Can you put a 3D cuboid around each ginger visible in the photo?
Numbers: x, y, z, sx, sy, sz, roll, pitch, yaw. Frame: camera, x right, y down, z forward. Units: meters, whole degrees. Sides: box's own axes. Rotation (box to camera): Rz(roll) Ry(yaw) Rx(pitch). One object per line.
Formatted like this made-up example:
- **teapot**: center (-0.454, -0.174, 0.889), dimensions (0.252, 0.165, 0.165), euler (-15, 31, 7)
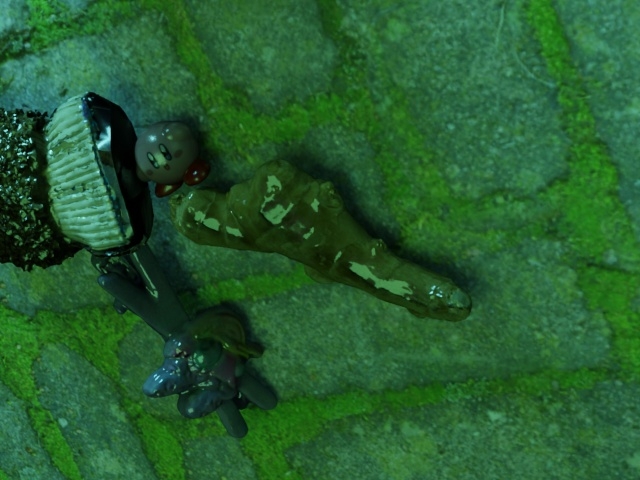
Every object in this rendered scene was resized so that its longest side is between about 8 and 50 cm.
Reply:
- **ginger**: center (0.000, 0.000, 1.160), dimensions (0.333, 0.081, 0.148), euler (26, 128, 7)

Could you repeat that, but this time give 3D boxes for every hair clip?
- **hair clip**: center (-0.163, 0.111, 1.294), dimensions (0.278, 0.137, 0.090), euler (48, 164, -4)

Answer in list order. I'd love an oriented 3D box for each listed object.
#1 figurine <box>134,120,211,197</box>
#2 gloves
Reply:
- **figurine**: center (-0.162, -0.089, 1.200), dimensions (0.083, 0.067, 0.071), euler (-27, 116, 25)
- **gloves**: center (-0.331, -0.065, 1.264), dimensions (0.312, 0.135, 0.210), euler (-10, 119, 35)
